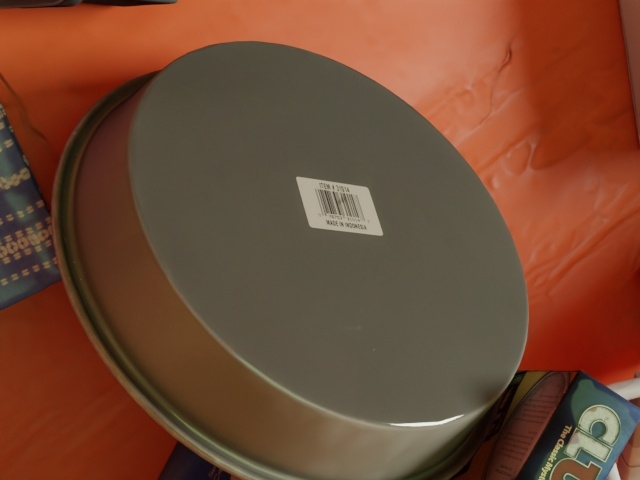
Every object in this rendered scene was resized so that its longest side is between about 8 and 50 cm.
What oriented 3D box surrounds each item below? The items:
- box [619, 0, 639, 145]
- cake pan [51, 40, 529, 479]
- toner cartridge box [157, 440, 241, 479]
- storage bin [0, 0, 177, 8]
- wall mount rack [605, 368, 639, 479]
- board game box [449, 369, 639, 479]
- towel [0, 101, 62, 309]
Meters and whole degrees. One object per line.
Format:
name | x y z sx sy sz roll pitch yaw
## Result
box | 0.360 -0.160 0.776 0.232 0.127 0.148 -15 102 -21
cake pan | 0.000 0.000 0.578 0.293 0.054 0.293 20 46 -23
toner cartridge box | -0.088 0.259 0.600 0.075 0.165 0.347 30 82 -22
storage bin | -0.129 -0.192 0.583 0.091 0.098 0.135 0 95 -52
wall mount rack | 0.323 0.154 0.675 0.304 0.130 0.350 -13 143 3
board game box | 0.094 0.158 0.629 0.042 0.243 0.165 33 82 0
towel | -0.302 -0.079 0.540 0.243 0.040 0.336 -27 106 -18
